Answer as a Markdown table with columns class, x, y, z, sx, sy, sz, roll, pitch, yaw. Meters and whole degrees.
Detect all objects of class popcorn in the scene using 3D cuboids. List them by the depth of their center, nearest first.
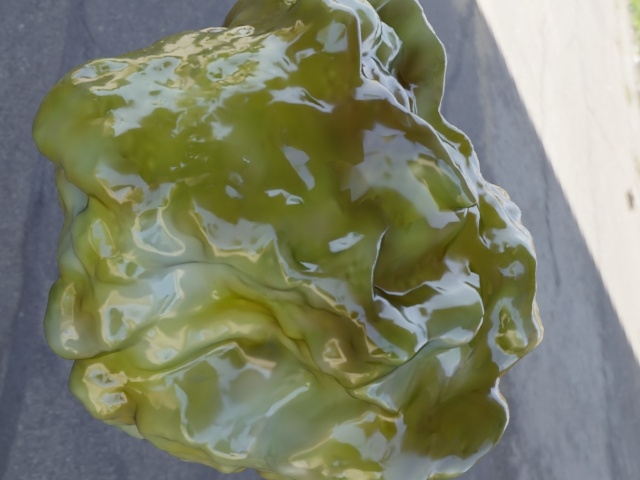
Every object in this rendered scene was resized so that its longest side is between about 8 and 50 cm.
| class | x | y | z | sx | sy | sz | roll | pitch | yaw |
| --- | --- | --- | --- | --- | --- | --- | --- | --- | --- |
| popcorn | -0.013 | 0.003 | 0.634 | 0.292 | 0.293 | 0.334 | -77 | 153 | -61 |
